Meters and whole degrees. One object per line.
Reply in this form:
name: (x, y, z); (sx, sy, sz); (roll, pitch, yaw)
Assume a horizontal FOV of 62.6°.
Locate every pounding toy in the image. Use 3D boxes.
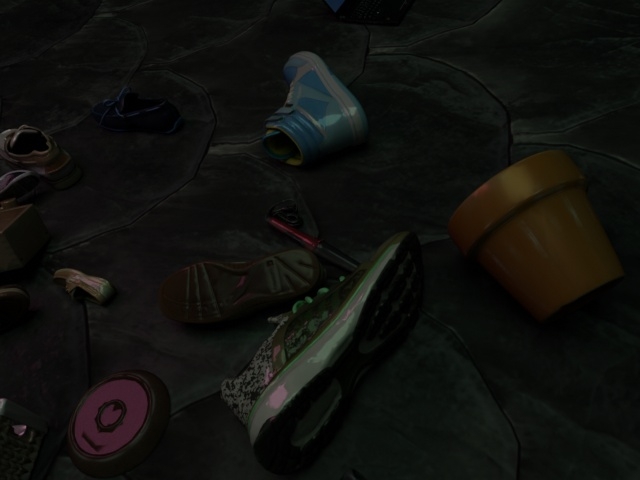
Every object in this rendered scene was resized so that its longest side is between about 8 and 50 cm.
pounding toy: (-0.665, -0.008, 1.088); (0.180, 0.094, 0.206); (-12, 28, 6)

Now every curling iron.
curling iron: (0.000, 0.000, 0.939); (0.068, 0.035, 0.274); (-42, 53, -19)

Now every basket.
basket: (-0.514, 0.308, 0.771); (0.167, 0.113, 0.103); (-10, 52, 7)

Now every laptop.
laptop: (0.122, -0.711, 1.423); (0.264, 0.137, 0.234); (15, 57, 25)

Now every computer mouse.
computer mouse: (-0.713, -0.100, 1.159); (0.193, 0.106, 0.042); (-39, 79, -15)

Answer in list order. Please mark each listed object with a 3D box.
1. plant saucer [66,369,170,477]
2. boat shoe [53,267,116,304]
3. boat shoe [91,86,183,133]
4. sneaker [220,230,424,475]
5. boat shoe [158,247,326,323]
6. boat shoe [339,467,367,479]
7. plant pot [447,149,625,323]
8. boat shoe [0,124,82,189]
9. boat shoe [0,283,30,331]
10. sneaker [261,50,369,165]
plant saucer: (-0.315, 0.271, 0.805); (0.168, 0.029, 0.169); (-8, 51, 9)
boat shoe: (-0.446, 0.087, 0.974); (0.135, 0.050, 0.045); (8, 49, 20)
boat shoe: (-0.455, -0.329, 1.291); (0.258, 0.089, 0.109); (4, 53, 18)
sneaker: (0.002, 0.119, 0.779); (0.182, 0.158, 0.410); (22, 57, 39)
boat shoe: (-0.130, 0.083, 0.884); (0.284, 0.089, 0.105); (-9, 75, 10)
boat shoe: (0.125, 0.367, 0.558); (0.306, 0.113, 0.105); (27, 77, 41)
plant pot: (0.321, 0.008, 0.759); (0.205, 0.205, 0.188); (-25, 65, -6)
boat shoe: (-0.688, -0.223, 1.255); (0.302, 0.103, 0.113); (22, 60, 29)
boat shoe: (-0.661, 0.130, 0.969); (0.257, 0.095, 0.095); (-21, 43, -3)
sneaker: (-0.058, -0.283, 1.128); (0.208, 0.127, 0.319); (-27, 49, -10)
